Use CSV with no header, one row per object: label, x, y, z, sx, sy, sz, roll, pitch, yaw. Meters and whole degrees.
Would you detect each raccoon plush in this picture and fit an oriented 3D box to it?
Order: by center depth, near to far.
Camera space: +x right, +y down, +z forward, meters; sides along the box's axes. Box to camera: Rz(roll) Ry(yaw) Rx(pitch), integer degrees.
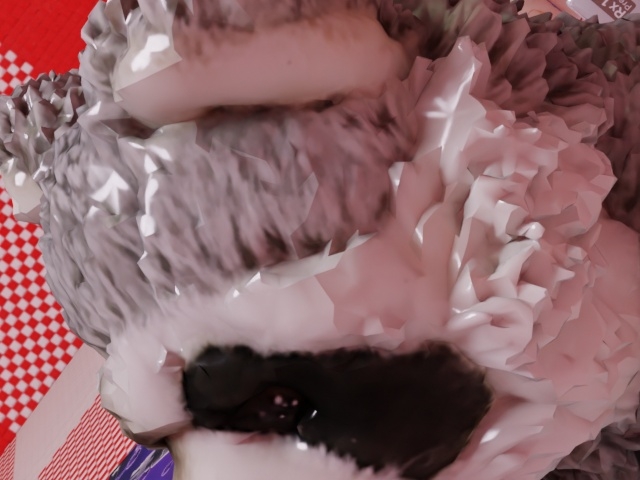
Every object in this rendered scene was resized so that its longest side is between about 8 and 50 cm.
raccoon plush,0.097,-0.057,0.494,0.216,0.299,0.446,-42,16,46

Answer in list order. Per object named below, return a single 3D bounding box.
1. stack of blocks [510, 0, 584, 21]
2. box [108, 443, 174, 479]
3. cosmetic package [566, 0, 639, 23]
stack of blocks,0.102,-0.047,0.986,0.297,0.087,0.171,-59,13,-29
box,-0.064,0.176,0.959,0.184,0.103,0.261,-52,11,18
cosmetic package,0.200,-0.154,0.820,0.107,0.127,0.238,-49,14,20
